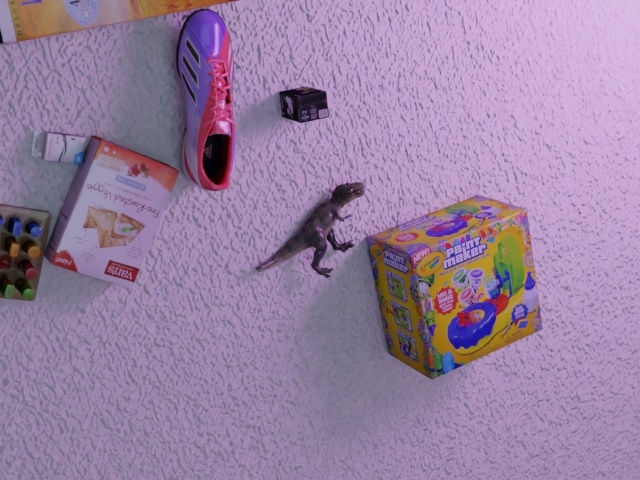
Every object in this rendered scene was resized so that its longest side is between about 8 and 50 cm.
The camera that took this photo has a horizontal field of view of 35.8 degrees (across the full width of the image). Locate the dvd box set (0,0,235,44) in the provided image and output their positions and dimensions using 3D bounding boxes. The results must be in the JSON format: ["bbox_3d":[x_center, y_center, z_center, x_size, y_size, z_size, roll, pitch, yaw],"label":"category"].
[{"bbox_3d":[-0.354,-0.512,1.630,0.420,0.062,0.308,-16,110,-24],"label":"dvd box set"}]

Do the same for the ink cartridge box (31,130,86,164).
[{"bbox_3d":[-0.447,-0.159,1.694,0.083,0.028,0.048,4,101,-29],"label":"ink cartridge box"}]

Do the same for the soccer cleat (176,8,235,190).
[{"bbox_3d":[-0.189,-0.242,1.746,0.108,0.116,0.318,-7,112,-27],"label":"soccer cleat"}]

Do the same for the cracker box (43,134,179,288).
[{"bbox_3d":[-0.367,-0.048,1.745,0.155,0.067,0.232,21,94,-30],"label":"cracker box"}]

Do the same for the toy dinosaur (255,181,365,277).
[{"bbox_3d":[0.000,0.000,1.964,0.268,0.064,0.118,-44,113,-9],"label":"toy dinosaur"}]

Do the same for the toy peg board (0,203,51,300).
[{"bbox_3d":[-0.539,0.025,1.665,0.161,0.079,0.161,9,99,-30],"label":"toy peg board"}]

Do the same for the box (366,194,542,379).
[{"bbox_3d":[0.281,0.090,2.070,0.289,0.177,0.279,-21,111,-22],"label":"box"}]

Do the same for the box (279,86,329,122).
[{"bbox_3d":[-0.031,-0.255,1.860,0.062,0.083,0.052,-15,111,-25],"label":"box"}]
